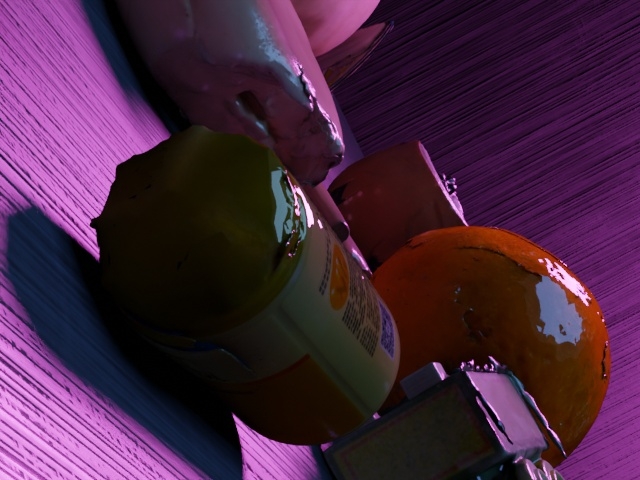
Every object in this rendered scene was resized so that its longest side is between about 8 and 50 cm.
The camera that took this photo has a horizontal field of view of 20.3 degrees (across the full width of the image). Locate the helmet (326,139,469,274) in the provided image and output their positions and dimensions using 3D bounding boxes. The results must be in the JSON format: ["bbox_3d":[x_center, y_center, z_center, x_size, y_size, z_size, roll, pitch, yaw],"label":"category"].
[{"bbox_3d":[0.065,0.001,1.963,0.198,0.130,0.224,64,-31,21],"label":"helmet"}]

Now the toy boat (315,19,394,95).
[{"bbox_3d":[-0.004,-0.172,1.917,0.066,0.210,0.084,46,20,-21],"label":"toy boat"}]

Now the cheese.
[{"bbox_3d":[-0.074,-0.153,1.523,0.233,0.127,0.266,66,8,31],"label":"cheese"}]

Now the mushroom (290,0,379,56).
[{"bbox_3d":[-0.056,-0.348,1.772,0.353,0.353,0.325,57,24,-45],"label":"mushroom"}]

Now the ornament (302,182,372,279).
[{"bbox_3d":[0.000,0.000,1.788,0.230,0.061,0.245,60,-1,-40],"label":"ornament"}]

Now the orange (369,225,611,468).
[{"bbox_3d":[0.143,0.106,1.642,0.246,0.246,0.246,61,5,-10],"label":"orange"}]

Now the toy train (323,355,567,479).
[{"bbox_3d":[0.115,0.200,1.411,0.188,0.159,0.272,60,11,11],"label":"toy train"}]

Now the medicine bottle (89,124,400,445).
[{"bbox_3d":[-0.039,0.030,1.000,0.124,0.124,0.239,65,7,28],"label":"medicine bottle"}]
